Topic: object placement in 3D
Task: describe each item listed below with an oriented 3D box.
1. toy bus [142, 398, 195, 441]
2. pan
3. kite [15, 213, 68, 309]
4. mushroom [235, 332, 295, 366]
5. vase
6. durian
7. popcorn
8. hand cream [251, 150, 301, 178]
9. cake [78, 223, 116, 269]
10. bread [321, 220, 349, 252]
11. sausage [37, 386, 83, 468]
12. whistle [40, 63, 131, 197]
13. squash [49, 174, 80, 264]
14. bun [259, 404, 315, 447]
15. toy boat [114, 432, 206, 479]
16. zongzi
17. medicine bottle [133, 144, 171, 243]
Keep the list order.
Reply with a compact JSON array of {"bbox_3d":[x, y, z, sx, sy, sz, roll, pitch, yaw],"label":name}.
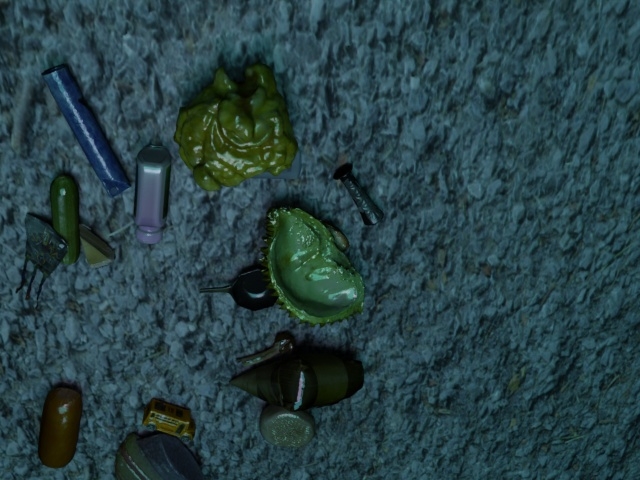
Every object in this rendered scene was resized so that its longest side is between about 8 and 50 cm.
[{"bbox_3d":[-0.436,0.527,1.759,0.162,0.070,0.074,26,109,-21],"label":"toy bus"},{"bbox_3d":[-0.203,0.110,1.583,0.201,0.048,0.128,24,110,-23],"label":"pan"},{"bbox_3d":[-0.687,0.057,1.452,0.141,0.015,0.245,37,117,14],"label":"kite"},{"bbox_3d":[-0.155,0.321,1.705,0.187,0.061,0.060,-28,116,11],"label":"mushroom"},{"bbox_3d":[0.096,-0.114,1.509,0.059,0.059,0.167,-32,119,8],"label":"vase"},{"bbox_3d":[-0.032,0.078,1.509,0.198,0.163,0.394,-18,117,24],"label":"durian"},{"bbox_3d":[-0.189,-0.238,1.292,0.250,0.235,0.242,-23,90,-14],"label":"popcorn"},{"bbox_3d":[-0.172,-0.178,1.433,0.255,0.048,0.080,-4,122,-12],"label":"hand cream"},{"bbox_3d":[-0.558,0.015,1.446,0.065,0.052,0.121,-21,138,9],"label":"cake"},{"bbox_3d":[0.000,0.000,1.563,0.129,0.044,0.126,36,120,-24],"label":"bread"},{"bbox_3d":[-0.735,0.529,1.688,0.105,0.105,0.275,11,117,-16],"label":"sausage"},{"bbox_3d":[-0.516,-0.237,1.329,0.062,0.062,0.304,-20,120,1],"label":"whistle"},{"bbox_3d":[-0.602,-0.048,1.413,0.066,0.066,0.229,3,118,-12],"label":"squash"},{"bbox_3d":[-0.097,0.544,1.806,0.166,0.113,0.173,-22,122,10],"label":"bun"},{"bbox_3d":[-0.516,0.704,1.826,0.293,0.111,0.276,-15,113,10],"label":"toy boat"},{"bbox_3d":[-0.066,0.402,1.753,0.289,0.317,0.154,9,80,-46],"label":"zongzi"},{"bbox_3d":[-0.393,-0.100,1.394,0.077,0.115,0.219,5,118,-14],"label":"medicine bottle"}]
